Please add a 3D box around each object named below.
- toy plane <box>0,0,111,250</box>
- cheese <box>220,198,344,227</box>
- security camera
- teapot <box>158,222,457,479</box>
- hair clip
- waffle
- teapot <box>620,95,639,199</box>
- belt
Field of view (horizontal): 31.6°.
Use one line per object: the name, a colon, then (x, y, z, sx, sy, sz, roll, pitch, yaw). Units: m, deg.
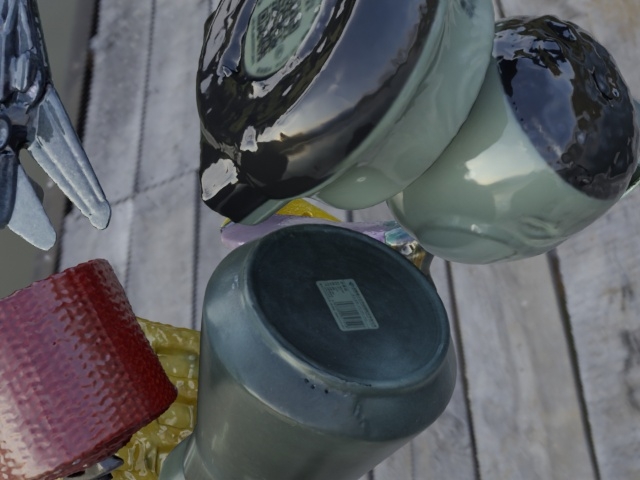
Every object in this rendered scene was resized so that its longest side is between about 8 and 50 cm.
toy plane: (-0.231, -0.134, 0.768, 0.212, 0.267, 0.088, 16, 24, 20)
cheese: (-0.026, -0.005, 1.543, 0.171, 0.126, 0.093, 29, 87, 18)
security camera: (0.079, -0.082, 0.725, 0.191, 0.277, 0.197, -35, 43, 36)
teapot: (-0.014, 0.126, 0.756, 0.225, 0.171, 0.203, -65, 35, 38)
hair clip: (-0.002, 0.001, 1.364, 0.359, 0.095, 0.110, 11, 59, 41)
waffle: (-0.205, 0.206, 1.212, 0.057, 0.168, 0.274, -36, 48, 45)
teapot: (0.374, -0.115, 1.559, 0.294, 0.193, 0.129, -24, 67, -8)
belt: (-0.164, 0.094, 0.693, 0.128, 0.124, 0.201, -27, 0, -23)
